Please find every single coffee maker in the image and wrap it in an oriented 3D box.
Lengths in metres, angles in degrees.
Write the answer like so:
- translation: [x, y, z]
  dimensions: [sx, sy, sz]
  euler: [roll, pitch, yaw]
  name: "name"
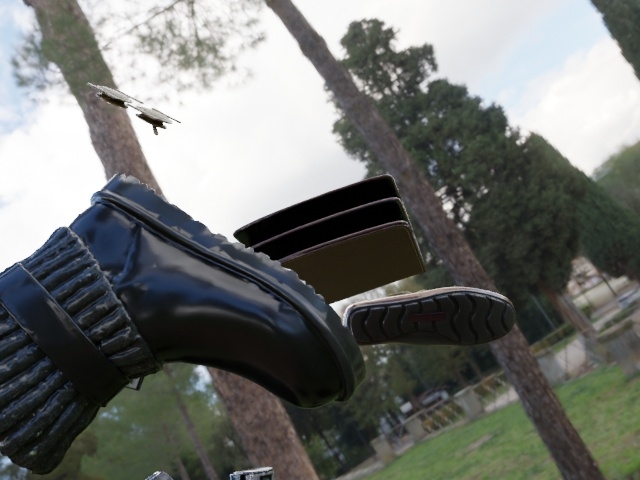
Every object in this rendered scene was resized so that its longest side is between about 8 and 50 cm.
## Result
- translation: [-0.194, 0.723, 1.850]
  dimensions: [0.171, 0.178, 0.120]
  euler: [-16, -18, 21]
  name: "coffee maker"

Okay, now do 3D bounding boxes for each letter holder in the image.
- translation: [0.000, 0.000, 1.136]
  dimensions: [0.301, 0.152, 0.214]
  euler: [-20, -27, 9]
  name: "letter holder"

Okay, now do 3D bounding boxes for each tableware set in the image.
- translation: [-0.421, -0.291, 1.506]
  dimensions: [0.039, 0.194, 0.128]
  euler: [-65, -11, 12]
  name: "tableware set"

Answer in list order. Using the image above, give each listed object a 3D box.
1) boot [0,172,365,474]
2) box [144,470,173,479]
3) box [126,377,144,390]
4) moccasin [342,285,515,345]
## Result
- translation: [-0.161, 0.113, 0.616]
  dimensions: [0.260, 0.347, 0.131]
  euler: [-49, -19, -32]
  name: "boot"
- translation: [-0.372, 0.730, 1.084]
  dimensions: [0.471, 0.297, 0.480]
  euler: [-24, -43, -59]
  name: "box"
- translation: [-0.553, 0.283, 1.869]
  dimensions: [0.270, 0.165, 0.143]
  euler: [-136, 67, -73]
  name: "box"
- translation: [0.241, 0.175, 1.507]
  dimensions: [0.379, 0.139, 0.147]
  euler: [-10, 3, 2]
  name: "moccasin"
